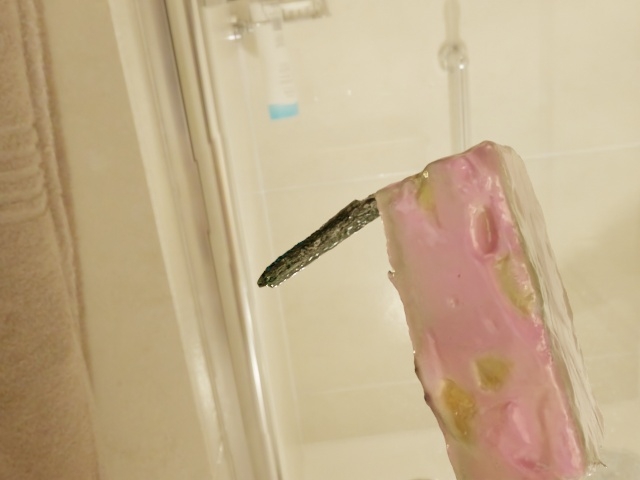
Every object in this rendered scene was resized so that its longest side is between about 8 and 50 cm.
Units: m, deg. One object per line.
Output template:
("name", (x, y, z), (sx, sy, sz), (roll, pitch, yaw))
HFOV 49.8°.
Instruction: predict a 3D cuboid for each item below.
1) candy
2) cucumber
("candy", (0.143, 0.064, 0.575), (0.116, 0.265, 0.155), (-17, 170, 22))
("cucumber", (0.001, 0.001, 1.147), (0.257, 0.044, 0.043), (-35, -130, -11))
